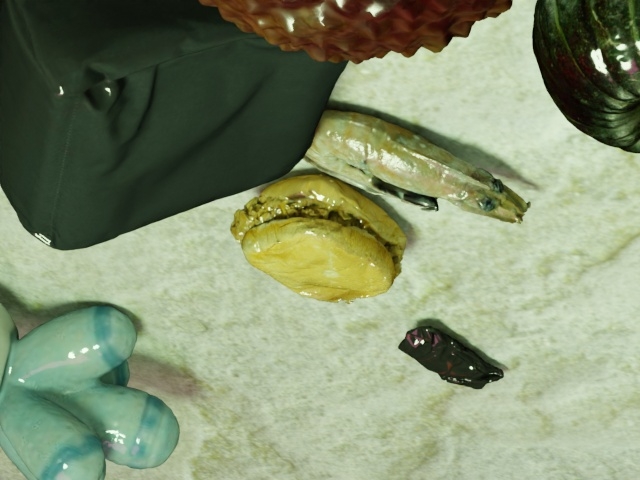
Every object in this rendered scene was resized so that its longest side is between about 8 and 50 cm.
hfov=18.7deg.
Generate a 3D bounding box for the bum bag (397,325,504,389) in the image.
[{"bbox_3d":[0.133,0.121,2.004,0.058,0.034,0.124,-22,134,40],"label":"bum bag"}]

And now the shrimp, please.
[{"bbox_3d":[0.073,-0.057,1.692,0.223,0.047,0.126,22,161,5],"label":"shrimp"}]

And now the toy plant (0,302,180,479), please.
[{"bbox_3d":[-0.319,0.177,2.203,0.332,0.247,0.247,15,154,-2],"label":"toy plant"}]

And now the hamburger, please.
[{"bbox_3d":[0.000,0.000,1.809,0.138,0.083,0.147,-16,139,43],"label":"hamburger"}]

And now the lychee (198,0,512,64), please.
[{"bbox_3d":[0.029,-0.239,1.131,0.275,0.276,0.304,1,167,31],"label":"lychee"}]

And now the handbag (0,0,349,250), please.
[{"bbox_3d":[-0.124,-0.145,1.546,0.275,0.178,0.302,-21,162,-20],"label":"handbag"}]

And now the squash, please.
[{"bbox_3d":[0.233,-0.138,1.319,0.193,0.156,0.193,13,178,1],"label":"squash"}]
